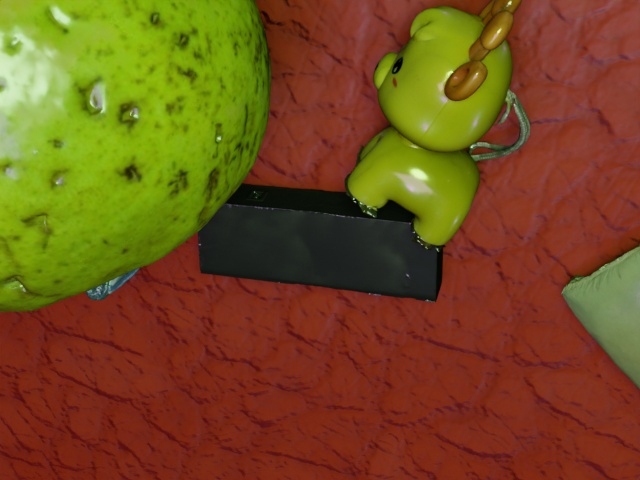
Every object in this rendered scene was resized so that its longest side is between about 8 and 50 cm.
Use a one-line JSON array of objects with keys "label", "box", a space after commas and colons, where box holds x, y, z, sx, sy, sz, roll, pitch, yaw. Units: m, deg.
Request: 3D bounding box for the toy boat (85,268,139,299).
[{"label": "toy boat", "box": [-0.186, 0.005, 1.312, 0.059, 0.066, 0.140, 41, 120, -5]}]

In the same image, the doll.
[{"label": "doll", "box": [0.103, -0.105, 1.134, 0.135, 0.143, 0.221, 29, 129, 0]}]

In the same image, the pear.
[{"label": "pear", "box": [-0.237, -0.146, 1.069, 0.391, 0.391, 0.391, 7, 120, 12]}]

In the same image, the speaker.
[{"label": "speaker", "box": [0.000, 0.000, 1.270, 0.218, 0.044, 0.082, 5, 120, 13]}]

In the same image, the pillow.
[{"label": "pillow", "box": [0.312, 0.092, 1.230, 0.119, 0.053, 0.208, -38, 100, 27]}]
